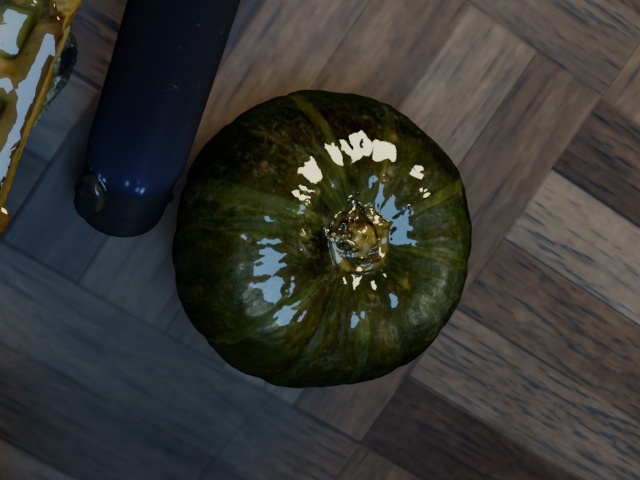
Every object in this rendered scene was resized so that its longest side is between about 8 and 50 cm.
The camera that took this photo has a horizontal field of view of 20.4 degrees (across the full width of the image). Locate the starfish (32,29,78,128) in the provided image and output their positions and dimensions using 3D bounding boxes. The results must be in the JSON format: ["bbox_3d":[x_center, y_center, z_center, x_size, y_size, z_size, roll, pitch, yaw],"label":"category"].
[{"bbox_3d":[-0.266,-0.075,1.213,0.238,0.071,0.216,-38,98,-3],"label":"starfish"}]

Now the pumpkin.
[{"bbox_3d":[0.000,0.000,1.277,0.224,0.157,0.223,-1,92,-19],"label":"pumpkin"}]

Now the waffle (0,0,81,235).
[{"bbox_3d":[-0.306,-0.047,1.131,0.224,0.098,0.327,21,96,-8],"label":"waffle"}]

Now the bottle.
[{"bbox_3d":[-0.112,-0.107,1.212,0.082,0.072,0.244,-23,146,-40],"label":"bottle"}]
